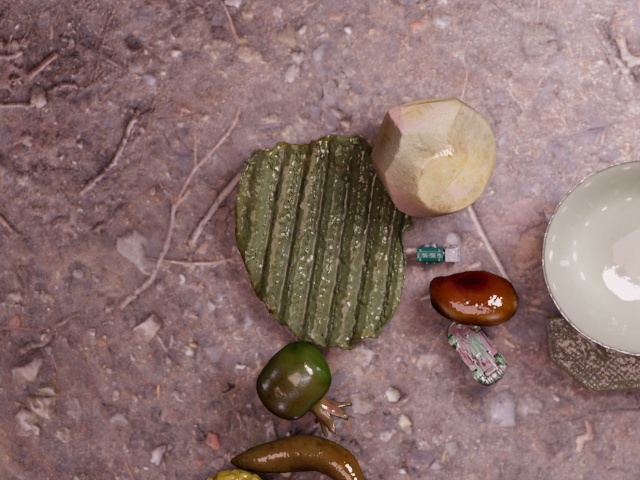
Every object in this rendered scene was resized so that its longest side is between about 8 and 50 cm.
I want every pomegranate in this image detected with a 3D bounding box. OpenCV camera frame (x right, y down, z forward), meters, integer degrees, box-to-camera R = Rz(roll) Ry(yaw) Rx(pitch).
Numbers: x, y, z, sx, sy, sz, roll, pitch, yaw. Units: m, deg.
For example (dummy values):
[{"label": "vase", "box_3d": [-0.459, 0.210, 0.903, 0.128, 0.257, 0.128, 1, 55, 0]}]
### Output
[{"label": "pomegranate", "box_3d": [-0.029, 0.296, 1.754, 0.191, 0.131, 0.152, 38, 101, -8]}]

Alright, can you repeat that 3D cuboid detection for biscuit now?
[{"label": "biscuit", "box_3d": [0.546, 0.201, 1.633, 0.249, 0.046, 0.147, -4, 91, 15]}]

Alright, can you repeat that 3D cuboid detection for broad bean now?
[{"label": "broad bean", "box_3d": [0.290, 0.110, 1.678, 0.165, 0.084, 0.114, -5, 68, 12]}]

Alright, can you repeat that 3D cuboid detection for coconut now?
[{"label": "coconut", "box_3d": [0.208, -0.157, 1.642, 0.236, 0.237, 0.197, -7, 125, 15]}]

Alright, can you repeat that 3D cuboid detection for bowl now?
[{"label": "bowl", "box_3d": [0.564, 0.030, 1.565, 0.337, 0.157, 0.337, 0, 88, 16]}]

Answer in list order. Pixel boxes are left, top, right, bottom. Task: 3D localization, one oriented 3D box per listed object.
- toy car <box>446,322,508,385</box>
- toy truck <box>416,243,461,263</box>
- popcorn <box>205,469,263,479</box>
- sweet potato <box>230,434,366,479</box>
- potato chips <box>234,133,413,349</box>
[{"label": "toy car", "box_3d": [0.300, 0.211, 1.693, 0.069, 0.055, 0.142, -40, 60, 10]}, {"label": "toy truck", "box_3d": [0.228, 0.027, 1.714, 0.083, 0.044, 0.039, 0, 95, 15]}, {"label": "popcorn", "box_3d": [-0.174, 0.552, 1.775, 0.200, 0.203, 0.226, -41, 120, 3]}, {"label": "sweet potato", "box_3d": [-0.006, 0.445, 1.757, 0.346, 0.079, 0.108, 13, 75, 21]}, {"label": "potato chips", "box_3d": [0.000, 0.000, 1.761, 0.358, 0.070, 0.429, 7, 94, 12]}]
